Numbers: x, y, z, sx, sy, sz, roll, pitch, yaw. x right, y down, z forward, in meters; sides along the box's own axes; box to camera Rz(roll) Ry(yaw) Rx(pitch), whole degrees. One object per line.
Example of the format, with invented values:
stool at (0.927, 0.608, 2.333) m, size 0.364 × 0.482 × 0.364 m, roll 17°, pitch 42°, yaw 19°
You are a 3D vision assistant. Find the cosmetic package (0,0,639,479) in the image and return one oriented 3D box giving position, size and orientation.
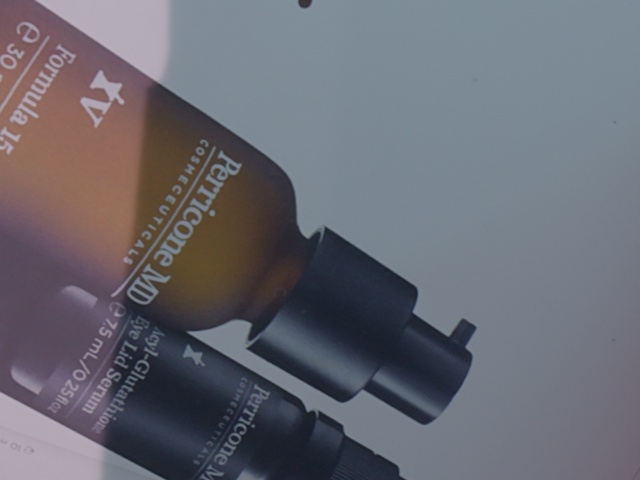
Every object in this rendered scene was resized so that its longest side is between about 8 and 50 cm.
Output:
cosmetic package at (0.000, 0.000, 0.384) m, size 0.284 × 0.097 × 0.377 m, roll 33°, pitch 89°, yaw -25°
